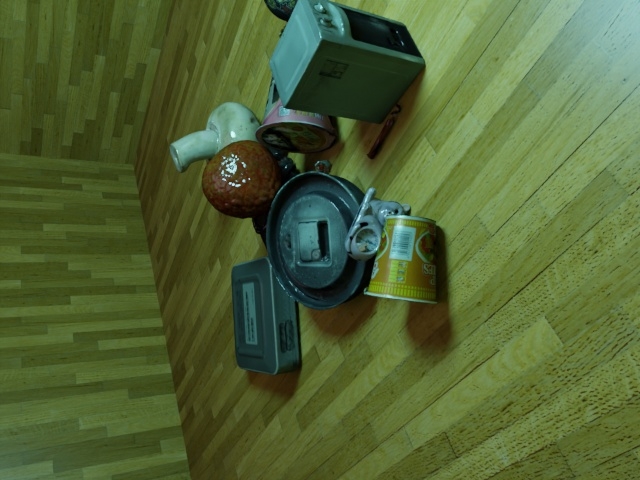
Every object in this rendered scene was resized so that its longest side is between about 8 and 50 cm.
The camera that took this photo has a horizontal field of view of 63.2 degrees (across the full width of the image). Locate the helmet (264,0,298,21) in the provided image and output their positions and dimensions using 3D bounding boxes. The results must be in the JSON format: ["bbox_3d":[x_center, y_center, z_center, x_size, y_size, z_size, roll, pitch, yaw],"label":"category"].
[{"bbox_3d":[-0.111,-0.840,1.680,0.230,0.160,0.278,-54,47,45],"label":"helmet"}]

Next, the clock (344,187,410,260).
[{"bbox_3d":[0.137,-0.027,1.261,0.080,0.117,0.176,136,159,-87],"label":"clock"}]

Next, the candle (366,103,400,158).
[{"bbox_3d":[0.165,-0.278,1.343,0.026,0.021,0.167,-92,24,-46],"label":"candle"}]

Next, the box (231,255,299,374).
[{"bbox_3d":[-0.213,0.266,1.857,0.396,0.111,0.395,-17,75,59],"label":"box"}]

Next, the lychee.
[{"bbox_3d":[-0.244,-0.193,1.610,0.300,0.255,0.255,41,128,19],"label":"lychee"}]

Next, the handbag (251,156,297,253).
[{"bbox_3d":[-0.125,-0.112,1.734,0.257,0.113,0.285,-54,43,30],"label":"handbag"}]

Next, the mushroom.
[{"bbox_3d":[-0.357,-0.342,1.989,0.315,0.315,0.356,-6,50,58],"label":"mushroom"}]

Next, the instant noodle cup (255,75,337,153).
[{"bbox_3d":[-0.066,-0.416,1.553,0.244,0.244,0.255,-15,68,57],"label":"instant noodle cup"}]

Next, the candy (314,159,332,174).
[{"bbox_3d":[-0.009,-0.098,1.560,0.059,0.086,0.292,30,114,44],"label":"candy"}]

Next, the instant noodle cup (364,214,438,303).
[{"bbox_3d":[0.192,0.042,1.176,0.168,0.168,0.185,0,81,58],"label":"instant noodle cup"}]

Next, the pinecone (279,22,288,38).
[{"bbox_3d":[-0.075,-0.659,1.676,0.109,0.102,0.102,14,102,37],"label":"pinecone"}]

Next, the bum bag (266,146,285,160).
[{"bbox_3d":[-0.134,-0.404,1.788,0.142,0.080,0.326,-116,37,-48],"label":"bum bag"}]

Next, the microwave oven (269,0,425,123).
[{"bbox_3d":[0.056,-0.435,1.263,0.237,0.295,0.181,-50,49,46],"label":"microwave oven"}]

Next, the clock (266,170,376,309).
[{"bbox_3d":[0.000,0.000,1.455,0.386,0.076,0.386,4,96,42],"label":"clock"}]
